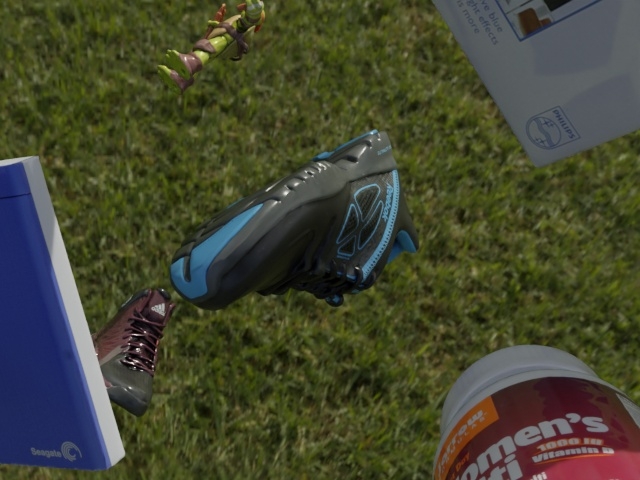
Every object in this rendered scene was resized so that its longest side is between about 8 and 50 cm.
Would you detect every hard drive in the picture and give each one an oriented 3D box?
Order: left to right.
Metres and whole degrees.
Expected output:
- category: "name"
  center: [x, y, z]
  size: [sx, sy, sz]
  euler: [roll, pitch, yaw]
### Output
- category: "hard drive"
  center: [-0.330, 0.081, 0.993]
  size: [0.210, 0.318, 0.040]
  euler: [-4, 17, 30]

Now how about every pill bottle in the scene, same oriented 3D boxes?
- category: "pill bottle"
  center: [0.116, 0.133, 0.453]
  size: [0.121, 0.121, 0.221]
  euler: [14, 14, -3]

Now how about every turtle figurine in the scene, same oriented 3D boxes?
- category: "turtle figurine"
  center: [-0.166, -0.328, 1.604]
  size: [0.217, 0.269, 0.087]
  euler: [-43, 109, -22]

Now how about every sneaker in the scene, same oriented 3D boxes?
- category: "sneaker"
  center: [-0.282, 0.149, 1.485]
  size: [0.106, 0.281, 0.162]
  euler: [39, 88, -25]
- category: "sneaker"
  center: [0.000, 0.000, 0.892]
  size: [0.341, 0.125, 0.139]
  euler: [-33, 99, -53]

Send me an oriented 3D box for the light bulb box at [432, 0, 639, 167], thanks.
- category: "light bulb box"
  center: [0.296, -0.271, 0.633]
  size: [0.358, 0.361, 0.225]
  euler: [-43, 104, -38]
